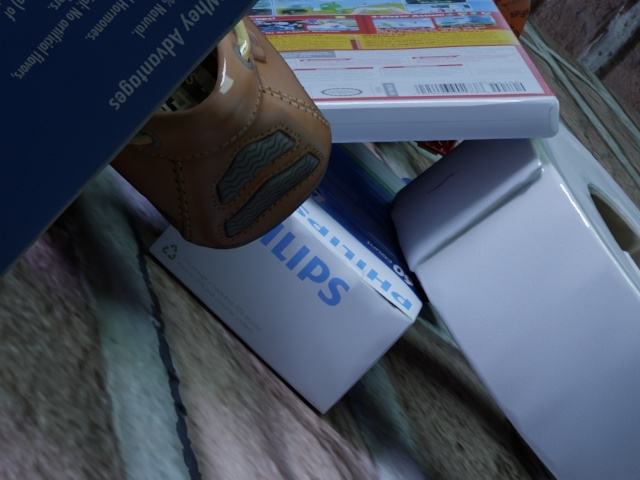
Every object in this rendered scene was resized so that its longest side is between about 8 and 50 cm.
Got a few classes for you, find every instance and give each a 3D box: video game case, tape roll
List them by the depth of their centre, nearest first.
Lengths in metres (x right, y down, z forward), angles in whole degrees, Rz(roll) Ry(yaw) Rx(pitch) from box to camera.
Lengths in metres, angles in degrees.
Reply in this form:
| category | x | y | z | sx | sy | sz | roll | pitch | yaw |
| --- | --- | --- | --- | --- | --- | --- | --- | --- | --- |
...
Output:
| category | x | y | z | sx | sy | sz | roll | pitch | yaw |
| --- | --- | --- | --- | --- | --- | --- | --- | --- | --- |
| tape roll | 0.165 | 0.054 | 1.168 | 0.286 | 0.100 | 0.286 | 48 | 15 | -17 |
| video game case | 0.018 | -0.110 | 1.184 | 0.204 | 0.025 | 0.285 | -2 | 20 | -3 |

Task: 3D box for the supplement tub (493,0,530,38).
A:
| category | x | y | z | sx | sy | sz | roll | pitch | yaw |
| --- | --- | --- | --- | --- | --- | --- | --- | --- | --- |
| supplement tub | 0.014 | -0.272 | 1.733 | 0.338 | 0.207 | 0.207 | 50 | 15 | 22 |

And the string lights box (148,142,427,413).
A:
| category | x | y | z | sx | sy | sz | roll | pitch | yaw |
| --- | --- | --- | --- | --- | --- | --- | --- | --- | --- |
| string lights box | 0.000 | 0.000 | 1.168 | 0.133 | 0.077 | 0.260 | 43 | 14 | 0 |

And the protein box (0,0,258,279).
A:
| category | x | y | z | sx | sy | sz | roll | pitch | yaw |
| --- | --- | --- | --- | --- | --- | --- | --- | --- | --- |
| protein box | -0.162 | -0.118 | 0.812 | 0.201 | 0.200 | 0.136 | 38 | 15 | -23 |

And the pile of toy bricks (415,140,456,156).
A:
| category | x | y | z | sx | sy | sz | roll | pitch | yaw |
| --- | --- | --- | --- | --- | --- | --- | --- | --- | --- |
| pile of toy bricks | -0.013 | -0.089 | 1.378 | 0.212 | 0.118 | 0.105 | 28 | -8 | 5 |

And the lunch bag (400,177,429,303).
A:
| category | x | y | z | sx | sy | sz | roll | pitch | yaw |
| --- | --- | --- | --- | --- | --- | --- | --- | --- | --- |
| lunch bag | 0.079 | 0.007 | 1.385 | 0.067 | 0.065 | 0.098 | 22 | 15 | -21 |

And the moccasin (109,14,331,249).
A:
| category | x | y | z | sx | sy | sz | roll | pitch | yaw |
| --- | --- | --- | --- | --- | --- | --- | --- | --- | --- |
| moccasin | -0.146 | -0.146 | 1.024 | 0.380 | 0.139 | 0.147 | 52 | -3 | 35 |
